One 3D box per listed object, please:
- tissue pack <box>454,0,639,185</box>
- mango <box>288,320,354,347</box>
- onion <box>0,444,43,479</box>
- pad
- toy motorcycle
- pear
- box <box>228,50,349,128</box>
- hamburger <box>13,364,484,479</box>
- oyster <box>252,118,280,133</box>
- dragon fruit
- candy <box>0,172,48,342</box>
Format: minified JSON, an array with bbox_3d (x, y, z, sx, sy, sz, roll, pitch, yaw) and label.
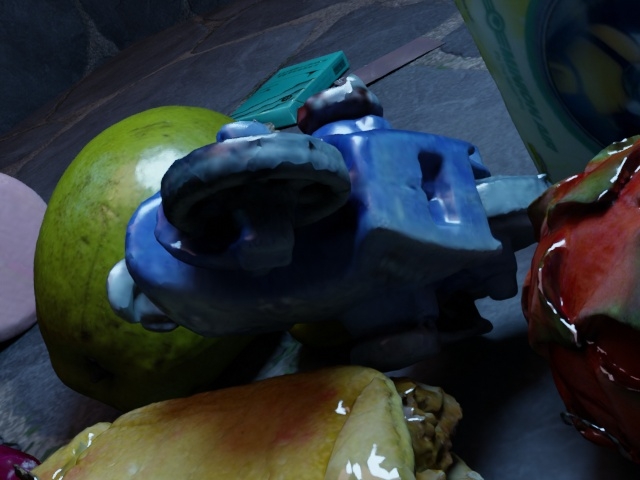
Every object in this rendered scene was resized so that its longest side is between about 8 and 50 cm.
[{"bbox_3d":[0.292,-0.140,0.509,0.162,0.287,0.388,-43,28,-15],"label":"tissue pack"},{"bbox_3d":[0.039,0.008,0.705,0.136,0.099,0.227,-4,42,32],"label":"mango"},{"bbox_3d":[-0.262,0.235,0.538,0.198,0.135,0.173,7,46,48],"label":"onion"},{"bbox_3d":[0.121,-0.315,1.316,0.188,0.006,0.113,-29,25,-5],"label":"pad"},{"bbox_3d":[0.007,0.021,0.494,0.241,0.319,0.182,-56,49,29],"label":"toy motorcycle"},{"bbox_3d":[-0.149,0.010,0.722,0.253,0.253,0.307,-7,42,38],"label":"pear"},{"bbox_3d":[-0.063,-0.272,1.374,0.161,0.042,0.226,-8,32,37],"label":"box"},{"bbox_3d":[-0.033,0.158,0.433,0.245,0.155,0.282,-34,22,-19],"label":"hamburger"},{"bbox_3d":[-0.143,-0.150,1.221,0.166,0.053,0.108,-21,44,-1],"label":"oyster"},{"bbox_3d":[0.209,0.034,0.383,0.192,0.193,0.274,2,28,-4],"label":"dragon fruit"},{"bbox_3d":[-0.480,0.030,1.011,0.094,0.255,0.255,-4,35,41],"label":"candy"}]
